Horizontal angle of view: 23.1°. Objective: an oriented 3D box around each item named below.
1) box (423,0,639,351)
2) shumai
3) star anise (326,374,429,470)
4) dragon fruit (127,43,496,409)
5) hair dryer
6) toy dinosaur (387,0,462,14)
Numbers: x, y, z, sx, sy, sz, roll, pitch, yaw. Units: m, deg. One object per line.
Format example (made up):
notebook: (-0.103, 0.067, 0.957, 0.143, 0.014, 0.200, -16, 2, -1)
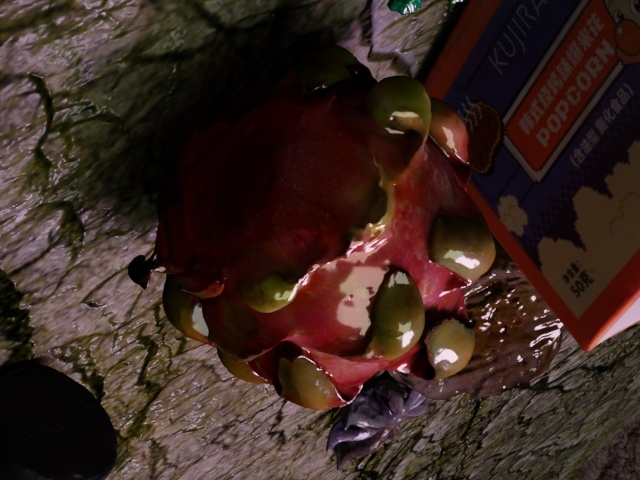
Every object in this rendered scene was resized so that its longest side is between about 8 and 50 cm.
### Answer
box: (0.299, -0.153, 1.165, 0.318, 0.257, 0.349, -23, 158, -31)
shumai: (0.169, 0.047, 1.623, 0.185, 0.184, 0.218, -73, -171, -59)
star anise: (0.073, 0.211, 1.927, 0.204, 0.061, 0.180, -25, 153, -40)
dragon fruit: (-0.002, -0.004, 1.088, 0.227, 0.243, 0.307, -55, -155, -14)
hair dryer: (-0.334, 0.210, 1.175, 0.302, 0.116, 0.244, 4, 137, -47)
toy dinosaur: (0.072, -0.197, 0.975, 0.132, 0.059, 0.096, -23, 153, -15)
